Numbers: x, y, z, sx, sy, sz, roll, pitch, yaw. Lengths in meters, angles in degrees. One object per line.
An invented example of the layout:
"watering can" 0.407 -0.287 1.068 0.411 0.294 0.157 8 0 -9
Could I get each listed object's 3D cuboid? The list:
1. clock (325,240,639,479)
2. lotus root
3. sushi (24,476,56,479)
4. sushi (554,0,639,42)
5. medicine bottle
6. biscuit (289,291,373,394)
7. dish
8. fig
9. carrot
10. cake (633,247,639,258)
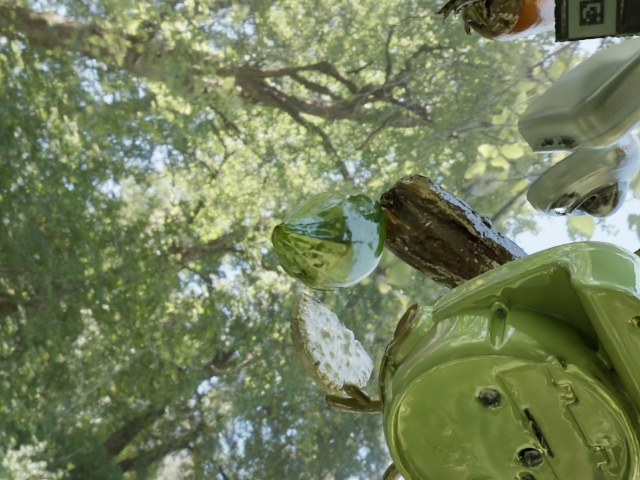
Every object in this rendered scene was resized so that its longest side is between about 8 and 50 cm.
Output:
"clock" 0.154 0.150 0.529 0.308 0.096 0.235 -24 -74 30
"lotus root" 0.230 0.030 1.064 0.329 0.078 0.167 32 -51 -6
"sushi" -0.352 0.326 0.782 0.099 0.047 0.050 35 1 -37
"sushi" 0.460 -0.423 0.730 0.359 0.064 0.342 9 -66 41
"medicine bottle" 0.566 -0.294 1.293 0.123 0.282 0.375 49 2 -5
"biscuit" 0.026 0.262 1.440 0.084 0.179 0.281 -24 -57 31
"dish" 0.628 -0.111 1.438 0.273 0.273 0.133 -50 -125 50
"fig" 0.014 0.007 0.958 0.167 0.233 0.167 5 -67 13
"carrot" 0.411 -0.536 1.347 0.193 0.331 0.214 19 -54 49
"cake" 0.502 0.030 0.854 0.185 0.116 0.079 121 -29 -44
